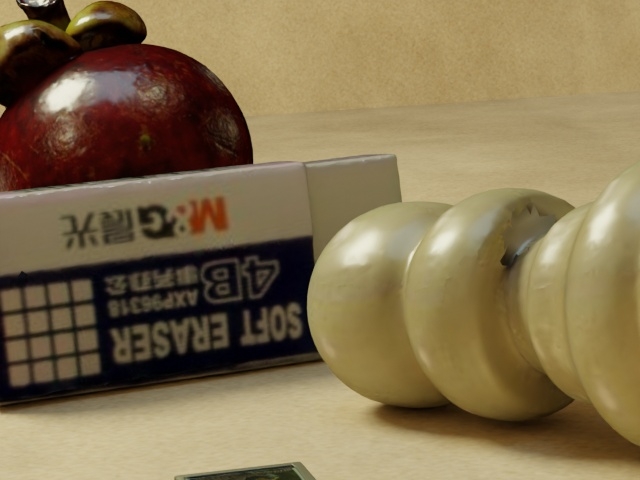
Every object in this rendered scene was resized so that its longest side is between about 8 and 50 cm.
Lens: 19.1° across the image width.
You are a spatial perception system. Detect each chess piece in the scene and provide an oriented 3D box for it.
[{"bbox_3d":[0.118,0.037,0.998,0.299,0.167,0.167,-4,5,45],"label":"chess piece"}]

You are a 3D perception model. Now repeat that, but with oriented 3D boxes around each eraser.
[{"bbox_3d":[-0.084,0.019,1.205,0.287,0.130,0.086,-8,6,-22],"label":"eraser"}]

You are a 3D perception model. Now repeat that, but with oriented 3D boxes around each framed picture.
[{"bbox_3d":[-0.031,0.121,0.900,0.066,0.007,0.089,-5,9,-12],"label":"framed picture"}]

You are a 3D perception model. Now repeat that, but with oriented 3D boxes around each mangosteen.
[{"bbox_3d":[-0.174,-0.085,1.497,0.215,0.257,0.215,-31,4,2],"label":"mangosteen"}]
